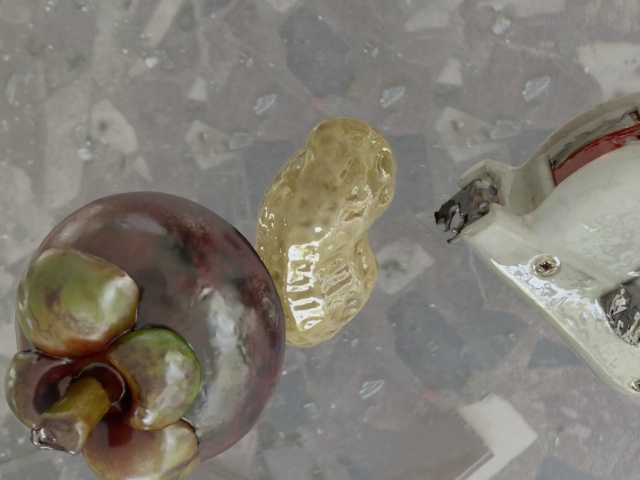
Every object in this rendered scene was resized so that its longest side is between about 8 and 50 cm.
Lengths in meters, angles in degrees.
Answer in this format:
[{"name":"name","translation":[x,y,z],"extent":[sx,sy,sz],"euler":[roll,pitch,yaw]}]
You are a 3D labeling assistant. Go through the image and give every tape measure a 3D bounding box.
[{"name":"tape measure","translation":[0.276,0.003,0.648],"extent":[0.265,0.130,0.258],"euler":[-35,113,29]}]

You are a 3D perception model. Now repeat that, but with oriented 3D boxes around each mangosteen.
[{"name":"mangosteen","translation":[-0.112,0.063,0.473],"extent":[0.200,0.200,0.199],"euler":[0,89,22]}]

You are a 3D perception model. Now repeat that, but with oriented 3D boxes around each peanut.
[{"name":"peanut","translation":[0.000,0.000,0.871],"extent":[0.153,0.140,0.325],"euler":[25,132,6]}]
